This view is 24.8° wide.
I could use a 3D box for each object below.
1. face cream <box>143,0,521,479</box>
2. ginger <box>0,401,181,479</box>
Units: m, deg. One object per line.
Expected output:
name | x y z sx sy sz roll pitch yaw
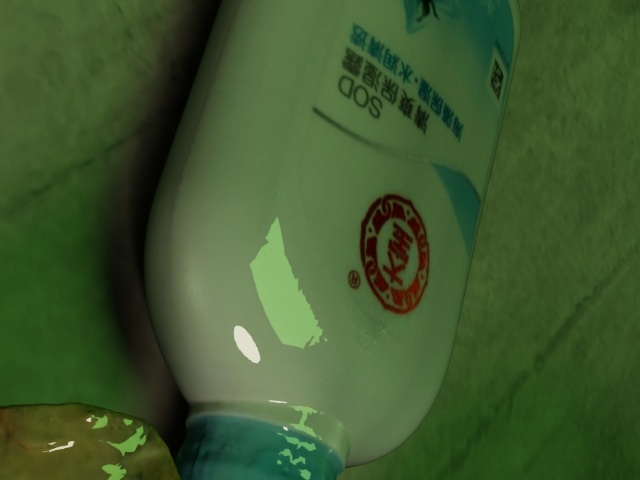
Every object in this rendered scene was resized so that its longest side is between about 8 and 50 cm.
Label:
face cream | 0.000 0.000 0.579 0.163 0.080 0.336 42 53 -41
ginger | -0.103 0.177 0.402 0.116 0.109 0.263 20 66 -20
